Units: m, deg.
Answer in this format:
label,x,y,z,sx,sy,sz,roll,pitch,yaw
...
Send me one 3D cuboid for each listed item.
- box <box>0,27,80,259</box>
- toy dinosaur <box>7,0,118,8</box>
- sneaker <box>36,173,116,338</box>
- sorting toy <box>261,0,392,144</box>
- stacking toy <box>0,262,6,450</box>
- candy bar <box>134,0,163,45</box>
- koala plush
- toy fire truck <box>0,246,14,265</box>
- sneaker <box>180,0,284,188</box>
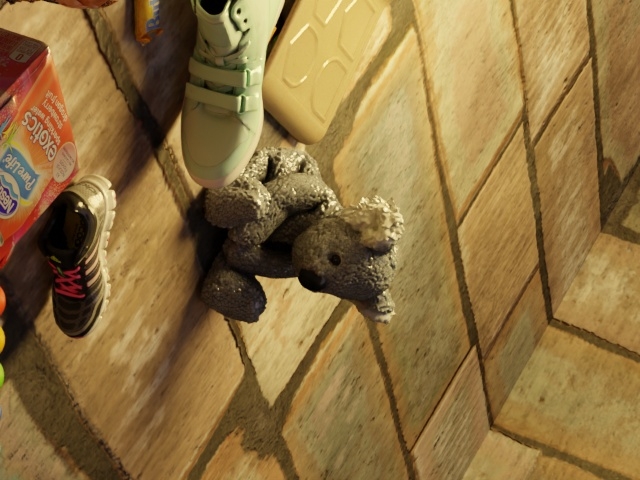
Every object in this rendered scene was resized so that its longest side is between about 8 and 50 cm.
label,x,y,z,sx,sy,sz,roll,pitch,yaw
box,-0.319,-0.095,1.277,0.122,0.257,0.128,-54,152,-35
toy dinosaur,-0.220,-0.237,1.418,0.164,0.218,0.322,-66,156,-8
sneaker,-0.252,0.020,1.763,0.075,0.063,0.170,-19,121,-61
sorting toy,-0.015,-0.259,2.068,0.229,0.041,0.307,-61,156,-6
stacking toy,-0.344,0.110,1.589,0.141,0.141,0.330,-10,112,-63
candy bar,-0.171,-0.271,1.743,0.040,0.018,0.161,-41,143,-47
koala plush,0.000,0.000,2.081,0.203,0.221,0.196,-43,145,-45
toy fire truck,-0.319,-0.063,1.461,0.135,0.192,0.047,-49,-159,12
sneaker,-0.114,-0.187,1.837,0.151,0.094,0.255,21,81,-72
